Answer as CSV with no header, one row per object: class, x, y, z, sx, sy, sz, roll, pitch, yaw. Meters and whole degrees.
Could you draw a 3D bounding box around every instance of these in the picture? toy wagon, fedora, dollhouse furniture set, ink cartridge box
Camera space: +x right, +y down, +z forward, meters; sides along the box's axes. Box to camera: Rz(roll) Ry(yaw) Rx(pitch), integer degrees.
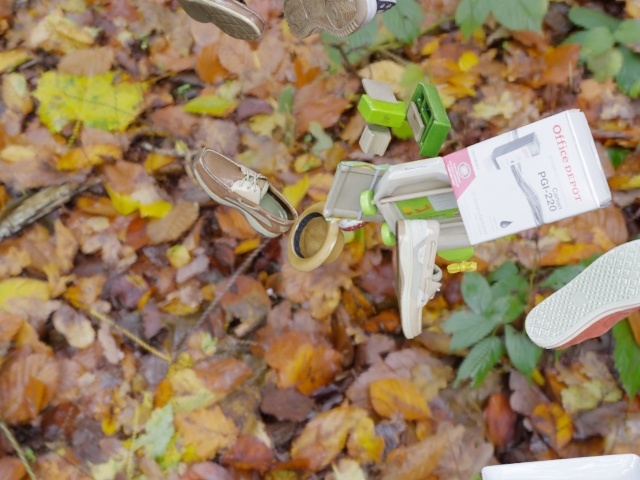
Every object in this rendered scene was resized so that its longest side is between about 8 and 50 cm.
toy wagon,0.255,-0.046,1.727,0.267,0.344,0.068,-8,53,26
fedora,0.000,0.000,1.936,0.194,0.079,0.194,-32,45,37
dollhouse furniture set,0.127,-0.192,1.762,0.198,0.301,0.151,7,40,-18
ink cartridge box,0.326,-0.098,1.275,0.218,0.158,0.092,-19,-2,30

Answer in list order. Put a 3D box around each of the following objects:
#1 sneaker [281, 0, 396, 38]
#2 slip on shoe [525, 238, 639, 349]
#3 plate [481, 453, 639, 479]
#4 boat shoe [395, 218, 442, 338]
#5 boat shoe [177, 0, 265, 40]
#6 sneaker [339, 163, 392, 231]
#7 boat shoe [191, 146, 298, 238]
sneaker,0.055,-0.356,1.140,0.153,0.099,0.282,-25,17,-14
slip on shoe,0.542,0.102,1.498,0.331,0.101,0.123,-37,52,21
plate,0.417,0.453,1.309,0.278,0.045,0.277,-8,17,7
boat shoe,0.211,0.086,1.698,0.098,0.302,0.109,-5,34,1
boat shoe,-0.139,-0.343,1.164,0.178,0.064,0.060,32,77,38
sneaker,0.130,-0.110,2.123,0.225,0.088,0.093,-44,82,-6
boat shoe,-0.183,-0.134,2.085,0.120,0.324,0.122,-20,43,41
